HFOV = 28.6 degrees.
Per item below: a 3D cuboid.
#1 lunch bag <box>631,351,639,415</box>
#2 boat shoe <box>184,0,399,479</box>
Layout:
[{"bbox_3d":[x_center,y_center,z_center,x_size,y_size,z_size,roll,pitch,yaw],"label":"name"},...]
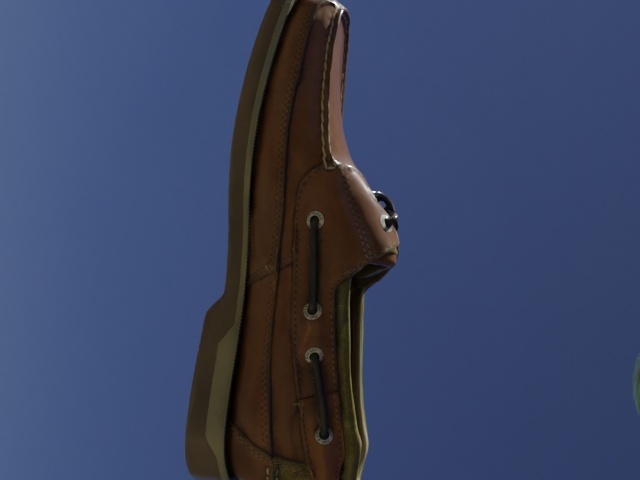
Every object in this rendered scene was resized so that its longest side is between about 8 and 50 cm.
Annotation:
[{"bbox_3d":[0.313,0.048,0.675,0.279,0.224,0.108,-57,-155,0],"label":"lunch bag"},{"bbox_3d":[0.000,0.000,0.757,0.111,0.104,0.307,23,74,-76],"label":"boat shoe"}]
